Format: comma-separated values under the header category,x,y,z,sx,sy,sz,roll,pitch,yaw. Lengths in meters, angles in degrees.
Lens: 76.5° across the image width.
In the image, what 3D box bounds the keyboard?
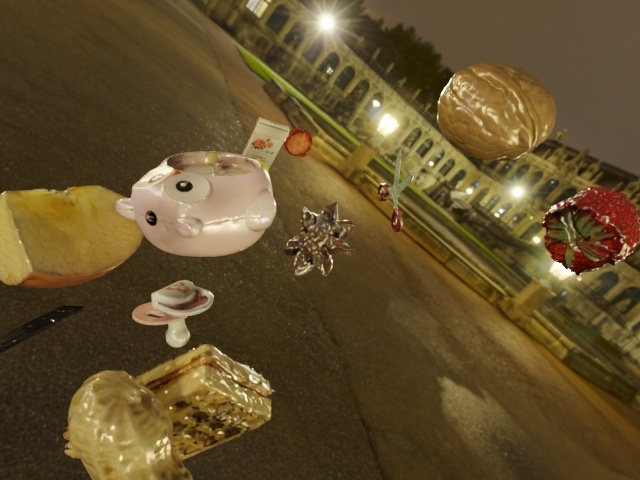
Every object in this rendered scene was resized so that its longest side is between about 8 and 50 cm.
category,x,y,z,sx,sy,sz,roll,pitch,yaw
keyboard,-0.557,0.170,0.780,0.061,0.013,0.204,-3,14,15

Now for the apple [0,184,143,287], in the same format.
category,x,y,z,sx,sy,sz,roll,pitch,yaw
apple,-0.634,-0.019,1.025,0.314,0.252,0.309,18,13,28

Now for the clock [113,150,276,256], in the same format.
category,x,y,z,sx,sy,sz,roll,pitch,yaw
clock,-0.322,-0.089,1.120,0.369,0.250,0.377,16,26,21

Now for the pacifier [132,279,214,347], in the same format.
category,x,y,z,sx,sy,sz,roll,pitch,yaw
pacifier,-0.577,0.278,1.617,0.220,0.273,0.332,41,26,10

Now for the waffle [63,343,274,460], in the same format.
category,x,y,z,sx,sy,sz,roll,pitch,yaw
waffle,-0.324,0.378,0.892,0.261,0.377,0.114,52,15,-41

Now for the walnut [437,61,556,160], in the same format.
category,x,y,z,sx,sy,sz,roll,pitch,yaw
walnut,0.493,-0.360,1.157,0.277,0.251,0.313,-5,48,-34

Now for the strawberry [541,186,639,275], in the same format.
category,x,y,z,sx,sy,sz,roll,pitch,yaw
strawberry,0.814,-0.039,1.213,0.258,0.261,0.261,-15,45,-22

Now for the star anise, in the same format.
category,x,y,z,sx,sy,sz,roll,pitch,yaw
star anise,-0.016,-0.006,1.463,0.315,0.315,0.108,50,3,32

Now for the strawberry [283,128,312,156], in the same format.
category,x,y,z,sx,sy,sz,roll,pitch,yaw
strawberry,-0.108,-0.476,1.950,0.145,0.145,0.086,31,33,-29

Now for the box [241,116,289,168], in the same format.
category,x,y,z,sx,sy,sz,roll,pitch,yaw
box,-0.196,-0.331,1.406,0.109,0.198,0.029,12,52,-25

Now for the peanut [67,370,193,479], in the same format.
category,x,y,z,sx,sy,sz,roll,pitch,yaw
peanut,-0.312,0.374,0.698,0.325,0.153,0.140,57,2,4

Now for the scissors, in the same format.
category,x,y,z,sx,sy,sz,roll,pitch,yaw
scissors,0.192,-0.127,1.023,0.247,0.017,0.144,94,-22,-66
